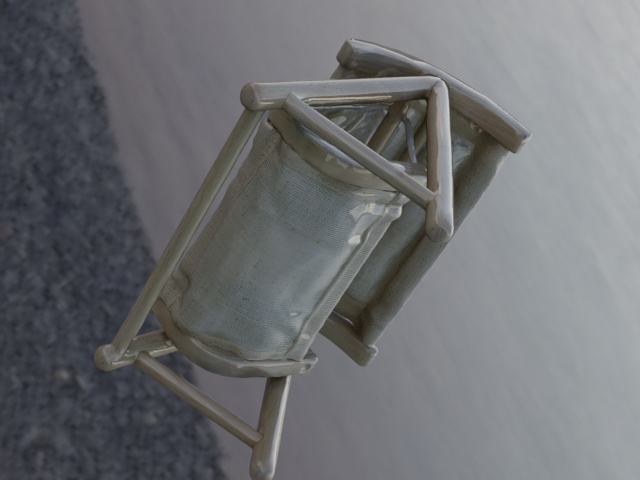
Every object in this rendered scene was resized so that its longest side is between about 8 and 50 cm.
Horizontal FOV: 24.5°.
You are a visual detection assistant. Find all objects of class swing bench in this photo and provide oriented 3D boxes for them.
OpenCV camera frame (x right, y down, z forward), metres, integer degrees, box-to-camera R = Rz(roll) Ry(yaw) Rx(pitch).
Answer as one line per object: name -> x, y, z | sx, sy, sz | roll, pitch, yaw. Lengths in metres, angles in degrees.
swing bench -> 0.000, 0.000, 1.097 | 0.165, 0.253, 0.254 | 36, 26, 6
